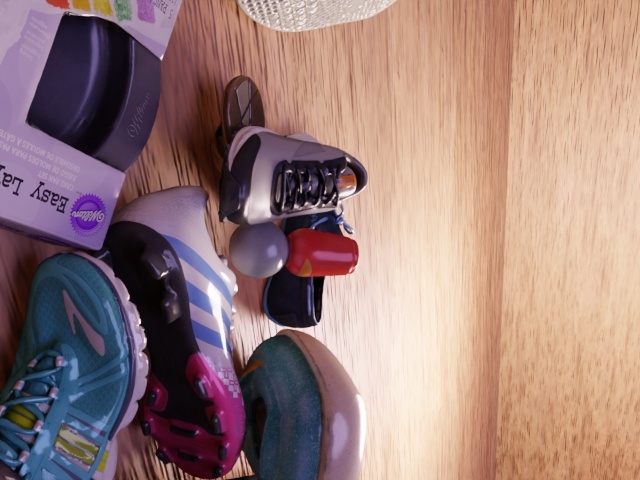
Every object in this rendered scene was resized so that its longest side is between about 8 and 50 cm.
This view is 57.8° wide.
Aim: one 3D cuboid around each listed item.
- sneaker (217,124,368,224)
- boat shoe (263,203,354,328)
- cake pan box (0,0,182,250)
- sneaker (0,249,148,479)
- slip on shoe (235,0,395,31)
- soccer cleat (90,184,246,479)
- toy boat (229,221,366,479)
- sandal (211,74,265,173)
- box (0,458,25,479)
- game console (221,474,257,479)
[{"bbox_3d":[-0.025,-0.073,0.653,0.271,0.108,0.100,-28,130,-63],"label":"sneaker"},{"bbox_3d":[0.000,0.000,0.823,0.109,0.089,0.258,23,77,-61],"label":"boat shoe"},{"bbox_3d":[-0.226,-0.140,0.402,0.267,0.070,0.245,35,69,-59],"label":"cake pan box"},{"bbox_3d":[-0.210,0.144,0.445,0.110,0.107,0.275,13,85,-72],"label":"sneaker"},{"bbox_3d":[-0.002,-0.340,0.735,0.331,0.123,0.101,-31,92,-49],"label":"slip on shoe"},{"bbox_3d":[-0.124,0.099,0.600,0.143,0.116,0.331,-57,147,-54],"label":"soccer cleat"},{"bbox_3d":[-0.044,0.138,0.673,0.148,0.267,0.318,5,91,-20],"label":"toy boat"},{"bbox_3d":[-0.098,-0.102,0.670,0.180,0.049,0.072,91,23,-44],"label":"sandal"},{"bbox_3d":[-0.194,0.380,0.344,0.318,0.097,0.395,-46,112,-25],"label":"box"},{"bbox_3d":[-0.094,0.454,0.665,0.386,0.060,0.342,56,28,-68],"label":"game console"}]
